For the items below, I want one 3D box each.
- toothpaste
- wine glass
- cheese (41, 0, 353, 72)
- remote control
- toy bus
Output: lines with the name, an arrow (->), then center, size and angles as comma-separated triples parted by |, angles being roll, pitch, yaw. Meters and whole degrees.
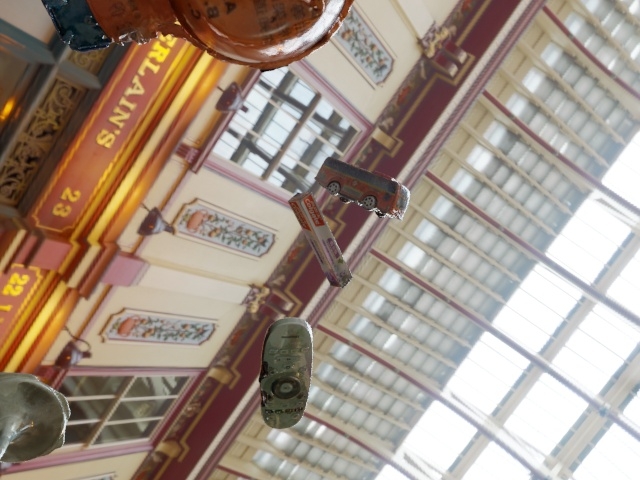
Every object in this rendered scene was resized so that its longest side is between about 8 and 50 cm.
toothpaste -> 0.000, 0.000, 1.059 | 0.047, 0.040, 0.196 | 1, -56, 51
wine glass -> -0.334, 0.237, 0.551 | 0.156, 0.156, 0.232 | -59, -162, 5
cheese -> -0.109, -0.256, 0.538 | 0.329, 0.217, 0.129 | -9, -136, 4
remote control -> -0.064, 0.242, 1.008 | 0.045, 0.097, 0.256 | -111, -154, -62
toy bus -> 0.078, -0.100, 1.059 | 0.192, 0.065, 0.077 | 26, -88, 34
